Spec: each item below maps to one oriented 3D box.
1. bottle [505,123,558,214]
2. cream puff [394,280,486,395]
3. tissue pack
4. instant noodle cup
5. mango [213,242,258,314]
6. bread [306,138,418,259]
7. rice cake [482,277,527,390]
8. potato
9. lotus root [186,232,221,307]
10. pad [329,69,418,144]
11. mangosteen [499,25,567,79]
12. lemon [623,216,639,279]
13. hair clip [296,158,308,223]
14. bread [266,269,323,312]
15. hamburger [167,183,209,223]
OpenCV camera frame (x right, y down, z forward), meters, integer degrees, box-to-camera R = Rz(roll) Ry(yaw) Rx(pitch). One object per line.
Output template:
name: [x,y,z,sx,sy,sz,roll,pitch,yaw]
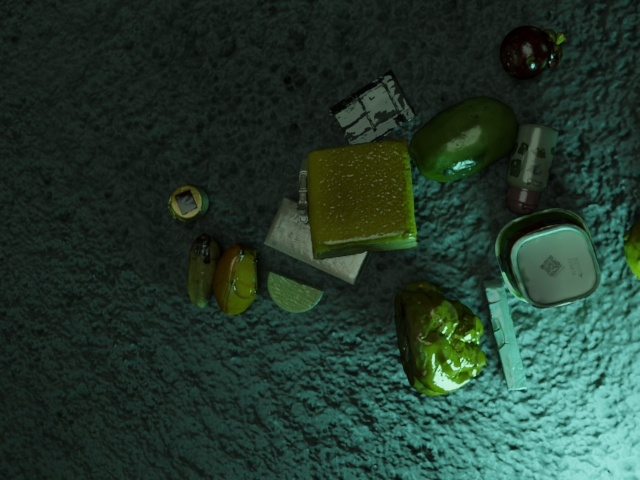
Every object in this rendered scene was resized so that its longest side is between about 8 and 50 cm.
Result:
bottle: [0.593,-0.200,1.756,0.120,0.120,0.253,13,98,14]
cream puff: [0.357,0.275,1.782,0.257,0.291,0.324,-6,72,-6]
tissue pack: [0.000,0.000,1.955,0.325,0.071,0.170,24,97,13]
instant noodle cup: [0.620,0.054,1.665,0.294,0.308,0.293,1,94,16]
mango: [-0.273,0.129,2.015,0.154,0.126,0.252,16,105,-1]
bread: [0.119,-0.122,1.843,0.324,0.143,0.333,-4,77,9]
rice cake: [0.547,0.277,1.828,0.066,0.063,0.336,-14,88,8]
potato: [0.408,-0.286,1.753,0.304,0.216,0.215,-34,84,12]
lotus root: [-0.394,0.098,2.063,0.110,0.097,0.258,17,106,18]
pad: [0.161,-0.396,1.912,0.233,0.022,0.174,-30,85,14]
mangosteen: [0.598,-0.529,1.737,0.156,0.181,0.146,65,149,20]
lemon: [0.945,0.030,1.615,0.288,0.233,0.233,26,100,12]
hair clip: [-0.054,-0.168,1.926,0.034,0.072,0.225,0,69,5]
bread: [-0.092,0.178,2.014,0.193,0.036,0.112,20,103,10]
hamburger: [-0.445,-0.123,2.069,0.141,0.081,0.126,-40,85,2]
